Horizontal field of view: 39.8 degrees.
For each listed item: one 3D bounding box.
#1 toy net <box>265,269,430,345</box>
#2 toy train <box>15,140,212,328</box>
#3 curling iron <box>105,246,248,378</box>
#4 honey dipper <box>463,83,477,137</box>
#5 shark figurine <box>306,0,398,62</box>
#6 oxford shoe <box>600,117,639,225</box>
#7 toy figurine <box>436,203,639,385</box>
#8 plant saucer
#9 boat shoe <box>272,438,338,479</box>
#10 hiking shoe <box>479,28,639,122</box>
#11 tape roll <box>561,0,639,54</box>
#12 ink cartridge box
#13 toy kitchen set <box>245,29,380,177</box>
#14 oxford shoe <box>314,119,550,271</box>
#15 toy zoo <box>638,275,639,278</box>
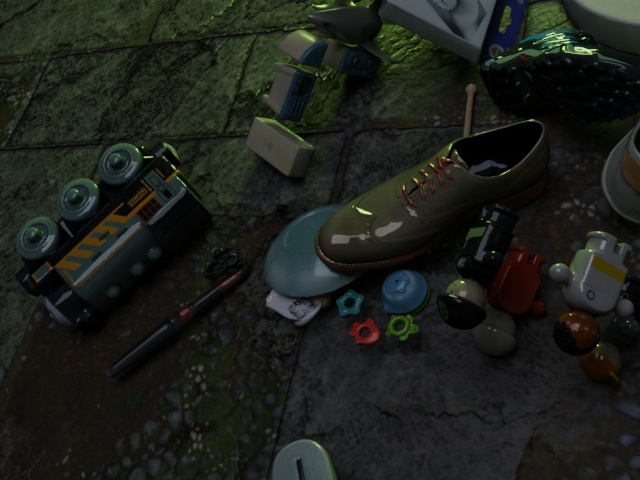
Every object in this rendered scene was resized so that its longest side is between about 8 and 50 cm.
[{"bbox_3d":[0.033,0.097,1.228,0.232,0.045,0.122,-6,59,24],"label":"toy net"},{"bbox_3d":[-0.334,-0.012,1.418,0.334,0.142,0.190,-44,61,-7],"label":"toy train"},{"bbox_3d":[-0.215,0.111,1.338,0.274,0.035,0.068,-45,47,-9],"label":"curling iron"},{"bbox_3d":[0.221,-0.173,1.329,0.031,0.030,0.160,-5,53,22],"label":"honey dipper"},{"bbox_3d":[0.074,-0.391,1.475,0.278,0.166,0.116,-81,15,-65],"label":"shark figurine"},{"bbox_3d":[0.533,-0.199,1.104,0.169,0.130,0.449,43,85,12],"label":"oxford shoe"},{"bbox_3d":[0.261,0.072,1.030,0.210,0.213,0.148,18,77,30],"label":"toy figurine"},{"bbox_3d":[0.000,0.000,1.275,0.195,0.037,0.195,-17,36,13],"label":"plant saucer"},{"bbox_3d":[0.011,0.377,1.015,0.109,0.094,0.302,-19,51,16],"label":"boat shoe"},{"bbox_3d":[0.350,-0.247,1.216,0.132,0.113,0.304,-42,29,-14],"label":"hiking shoe"},{"bbox_3d":[0.549,-0.441,1.323,0.392,0.072,0.391,-12,54,17],"label":"tape roll"},{"bbox_3d":[0.225,-0.390,1.370,0.224,0.045,0.223,24,65,-10],"label":"ink cartridge box"},{"bbox_3d":[0.006,-0.217,1.437,0.122,0.166,0.207,40,117,39],"label":"toy kitchen set"},{"bbox_3d":[0.147,-0.073,1.188,0.348,0.130,0.123,-26,60,-7],"label":"oxford shoe"},{"bbox_3d":[0.467,0.024,0.971,0.293,0.030,0.192,-28,30,60],"label":"toy zoo"}]
